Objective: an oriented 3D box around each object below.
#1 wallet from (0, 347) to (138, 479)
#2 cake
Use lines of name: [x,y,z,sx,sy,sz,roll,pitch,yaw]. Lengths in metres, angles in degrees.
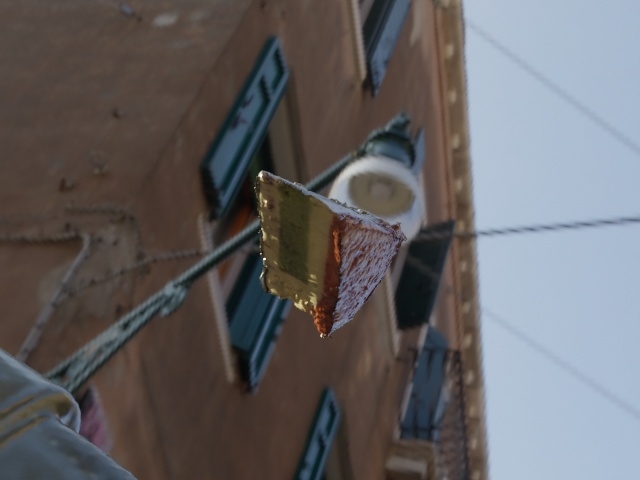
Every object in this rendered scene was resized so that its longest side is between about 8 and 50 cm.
wallet: [-0.198,0.103,0.457,0.360,0.252,0.083,28,-47,30]
cake: [-0.009,0.017,1.156,0.086,0.220,0.116,30,-84,15]
